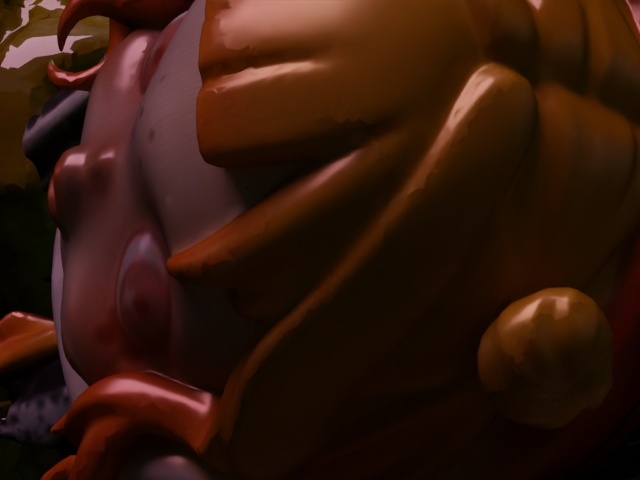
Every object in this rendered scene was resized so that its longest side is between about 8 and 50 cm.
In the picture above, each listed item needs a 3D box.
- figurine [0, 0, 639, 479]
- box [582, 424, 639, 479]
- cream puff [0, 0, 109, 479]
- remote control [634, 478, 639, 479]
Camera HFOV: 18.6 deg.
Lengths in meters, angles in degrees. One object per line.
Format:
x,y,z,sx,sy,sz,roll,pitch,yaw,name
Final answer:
0.003,0.003,0.647,0.196,0.320,0.323,16,-27,-28,figurine
0.186,0.019,0.793,0.259,0.071,0.168,-18,5,3,box
-0.197,0.012,0.959,0.378,0.378,0.275,-16,6,29,cream puff
0.165,0.066,0.555,0.233,0.038,0.098,-19,5,-15,remote control
